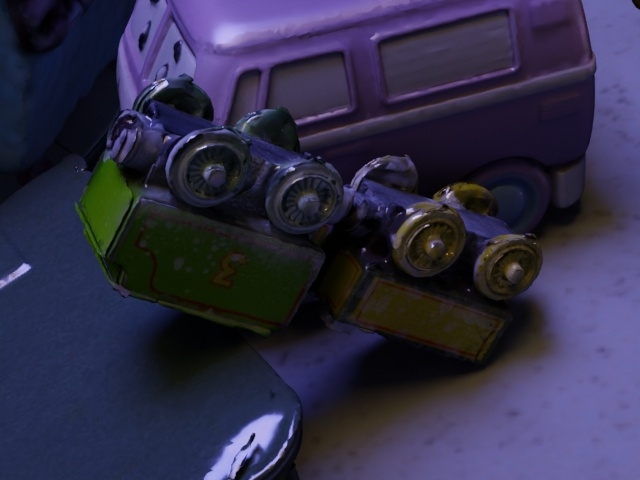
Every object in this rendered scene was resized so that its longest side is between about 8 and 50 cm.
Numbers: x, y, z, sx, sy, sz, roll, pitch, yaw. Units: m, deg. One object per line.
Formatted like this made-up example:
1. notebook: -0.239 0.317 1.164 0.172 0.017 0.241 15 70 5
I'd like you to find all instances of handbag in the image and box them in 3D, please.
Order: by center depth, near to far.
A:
1. handbag: -0.153 0.094 0.610 0.248 0.079 0.260 -29 41 -15

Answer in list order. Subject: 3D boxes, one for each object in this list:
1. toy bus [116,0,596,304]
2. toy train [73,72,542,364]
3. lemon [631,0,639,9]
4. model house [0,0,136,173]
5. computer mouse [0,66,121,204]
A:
1. toy bus: 0.010 -0.073 0.681 0.203 0.142 0.142 -15 40 -9
2. toy train: 0.000 0.000 0.596 0.081 0.202 0.060 -61 34 18
3. lemon: 0.265 -0.114 0.575 0.267 0.267 0.267 -10 40 9
4. model house: -0.191 -0.209 0.724 0.230 0.248 0.280 16 38 3
5. computer mouse: -0.252 -0.086 0.836 0.289 0.097 0.159 12 46 31
